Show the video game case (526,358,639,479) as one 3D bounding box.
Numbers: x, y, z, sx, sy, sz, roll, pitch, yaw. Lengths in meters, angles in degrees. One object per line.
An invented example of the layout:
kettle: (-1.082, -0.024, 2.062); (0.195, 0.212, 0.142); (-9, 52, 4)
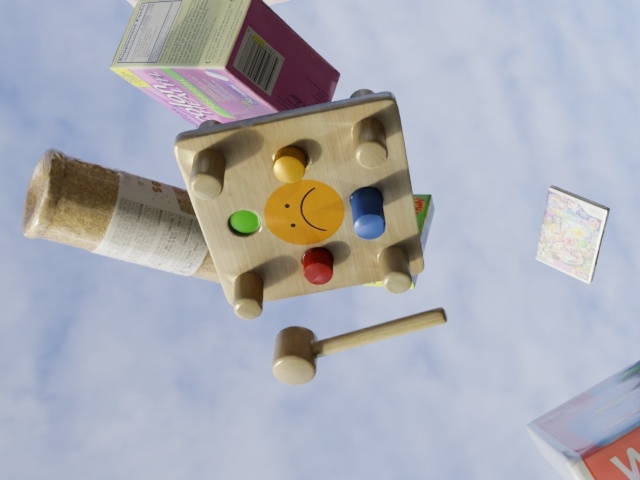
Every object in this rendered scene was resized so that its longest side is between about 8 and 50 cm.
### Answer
video game case: (0.235, 0.034, 0.412); (0.285, 0.204, 0.025); (-31, -101, 3)

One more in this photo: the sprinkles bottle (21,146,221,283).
sprinkles bottle: (-0.208, -0.017, 1.154); (0.355, 0.121, 0.121); (16, -113, -28)

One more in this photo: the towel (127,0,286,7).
towel: (-0.158, -0.449, 1.470); (0.332, 0.317, 0.053); (-13, -88, 3)

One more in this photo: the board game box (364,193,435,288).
board game box: (0.134, -0.002, 1.485); (0.043, 0.092, 0.181); (69, -149, -46)

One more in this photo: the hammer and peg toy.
hammer and peg toy: (0.000, 0.000, 1.042); (0.127, 0.266, 0.361); (-94, -9, -52)

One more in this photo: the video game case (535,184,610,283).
video game case: (0.343, -0.008, 1.176); (0.011, 0.087, 0.122); (-31, -44, -37)

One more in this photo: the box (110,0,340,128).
box: (-0.137, -0.247, 1.251); (0.213, 0.243, 0.117); (33, -108, -49)
